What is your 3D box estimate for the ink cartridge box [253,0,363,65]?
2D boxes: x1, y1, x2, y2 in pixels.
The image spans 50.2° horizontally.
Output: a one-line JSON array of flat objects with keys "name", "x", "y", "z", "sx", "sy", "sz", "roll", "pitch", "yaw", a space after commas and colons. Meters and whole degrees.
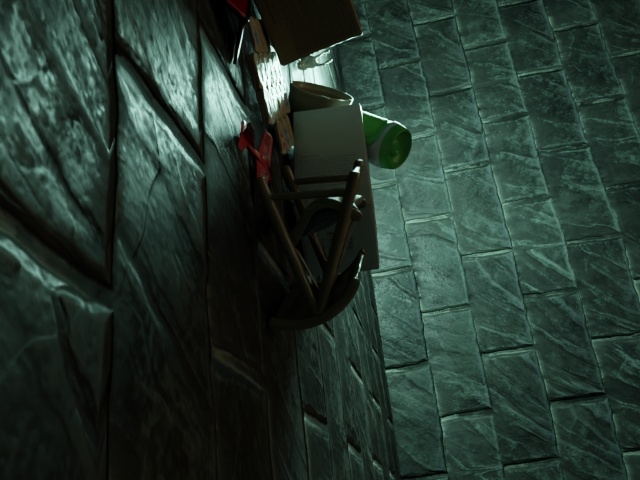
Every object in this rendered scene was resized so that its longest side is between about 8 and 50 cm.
[{"name": "ink cartridge box", "x": -0.039, "y": -0.516, "z": 1.435, "sx": 0.088, "sy": 0.193, "sz": 0.235, "roll": -97, "pitch": 166, "yaw": -52}]

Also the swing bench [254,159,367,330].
[{"name": "swing bench", "x": 0.000, "y": 0.000, "z": 1.183, "sx": 0.253, "sy": 0.165, "sz": 0.255, "roll": -63, "pitch": 149, "yaw": -78}]

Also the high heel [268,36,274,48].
[{"name": "high heel", "x": -0.098, "y": -0.538, "z": 1.560, "sx": 0.244, "sy": 0.082, "sz": 0.117, "roll": 63, "pitch": 24, "yaw": -22}]

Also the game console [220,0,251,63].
[{"name": "game console", "x": -0.161, "y": -0.398, "z": 1.171, "sx": 0.124, "sy": 0.085, "sz": 0.144, "roll": 37, "pitch": 32, "yaw": -30}]

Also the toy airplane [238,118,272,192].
[{"name": "toy airplane", "x": -0.109, "y": -0.143, "z": 1.164, "sx": 0.151, "sy": 0.028, "sz": 0.151, "roll": -6, "pitch": 90, "yaw": -78}]

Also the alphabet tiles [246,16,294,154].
[{"name": "alphabet tiles", "x": -0.106, "y": -0.325, "z": 1.436, "sx": 0.284, "sy": 0.021, "sz": 0.278, "roll": -73, "pitch": 149, "yaw": -73}]

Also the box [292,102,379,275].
[{"name": "box", "x": 0.033, "y": -0.121, "z": 1.578, "sx": 0.215, "sy": 0.168, "sz": 0.345, "roll": 79, "pitch": 6, "yaw": -46}]

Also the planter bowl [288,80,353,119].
[{"name": "planter bowl", "x": -0.011, "y": -0.325, "z": 1.714, "sx": 0.162, "sy": 0.162, "sz": 0.109, "roll": -78, "pitch": -176, "yaw": -69}]

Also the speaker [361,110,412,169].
[{"name": "speaker", "x": 0.091, "y": -0.286, "z": 1.809, "sx": 0.131, "sy": 0.296, "sz": 0.131, "roll": -33, "pitch": 137, "yaw": -38}]

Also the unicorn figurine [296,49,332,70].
[{"name": "unicorn figurine", "x": -0.026, "y": -0.543, "z": 2.046, "sx": 0.162, "sy": 0.111, "sz": 0.060, "roll": -126, "pitch": -167, "yaw": -75}]
